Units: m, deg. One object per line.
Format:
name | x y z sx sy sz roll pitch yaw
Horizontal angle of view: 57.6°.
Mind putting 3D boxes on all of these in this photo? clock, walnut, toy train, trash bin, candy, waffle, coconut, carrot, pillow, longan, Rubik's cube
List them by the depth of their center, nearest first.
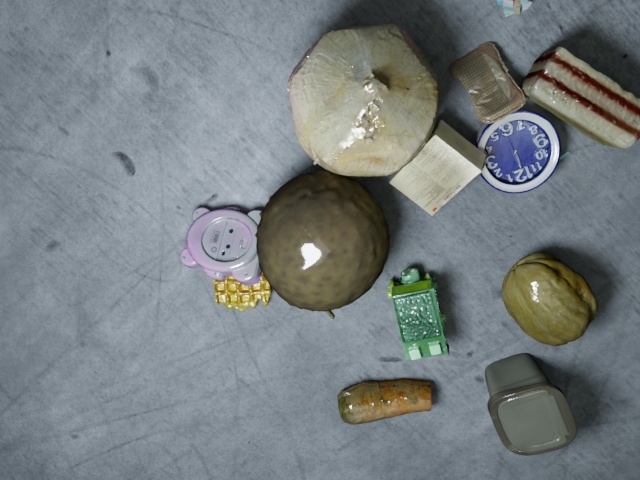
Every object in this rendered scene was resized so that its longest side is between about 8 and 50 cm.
coconut | 0.109 -0.345 1.459 0.404 0.404 0.405 1 108 4
Rubik's cube | 0.501 -0.627 1.518 0.075 0.073 0.084 -36 103 14
candy | 0.692 -0.368 1.531 0.320 0.179 0.135 32 106 -6
pillow | 0.454 -0.424 1.575 0.135 0.034 0.211 -30 79 9
longan | 0.000 0.000 1.601 0.390 0.391 0.391 1 108 4
clock | 0.546 -0.251 1.633 0.230 0.083 0.231 1 109 2
walnut | 0.653 0.167 1.686 0.282 0.227 0.283 22 141 19
clock | -0.279 0.008 1.733 0.247 0.090 0.228 9 72 10
toy train | 0.293 0.219 1.748 0.159 0.188 0.272 -12 108 10
trash bin | 0.619 0.483 1.773 0.219 0.250 0.220 -20 105 12
waffle | -0.226 0.115 1.825 0.219 0.057 0.229 -3 106 5
carrot | 0.206 0.517 1.885 0.301 0.139 0.139 -3 108 -2

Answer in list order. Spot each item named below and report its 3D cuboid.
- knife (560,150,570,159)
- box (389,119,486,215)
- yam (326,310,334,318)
knife | 0.676 -0.224 1.668 0.091 0.005 0.014 -39 97 16
box | 0.325 -0.198 1.619 0.168 0.095 0.212 38 133 -6
yam | 0.009 0.209 1.860 0.014 0.014 0.107 -39 100 15
